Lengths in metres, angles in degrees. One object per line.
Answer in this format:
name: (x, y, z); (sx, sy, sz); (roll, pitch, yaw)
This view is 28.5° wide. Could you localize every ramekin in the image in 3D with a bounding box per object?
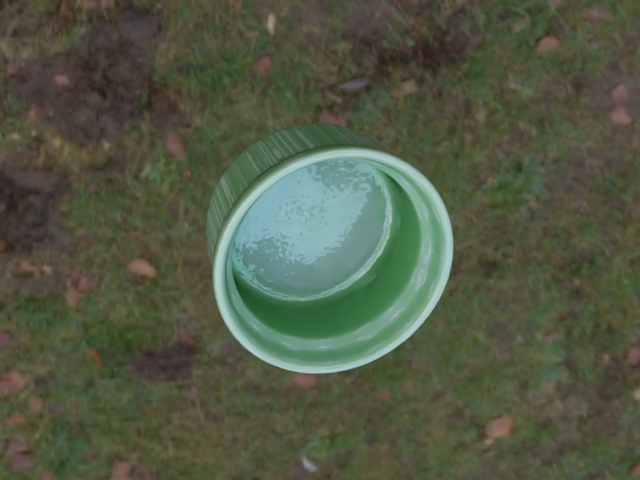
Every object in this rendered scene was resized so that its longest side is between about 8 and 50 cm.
ramekin: (0.000, 0.000, 1.579); (0.303, 0.148, 0.303); (-7, 117, -15)
